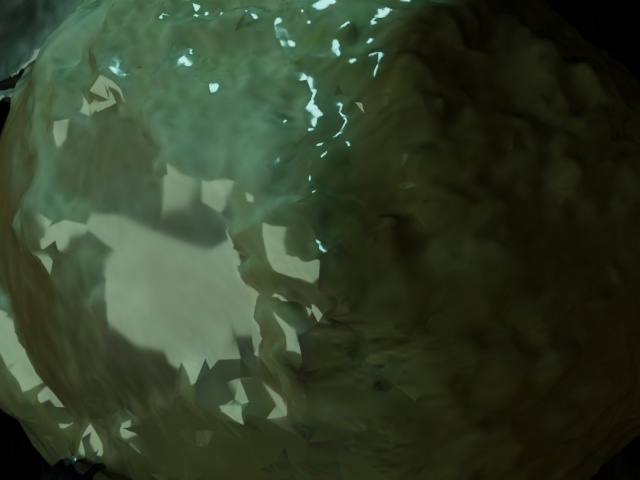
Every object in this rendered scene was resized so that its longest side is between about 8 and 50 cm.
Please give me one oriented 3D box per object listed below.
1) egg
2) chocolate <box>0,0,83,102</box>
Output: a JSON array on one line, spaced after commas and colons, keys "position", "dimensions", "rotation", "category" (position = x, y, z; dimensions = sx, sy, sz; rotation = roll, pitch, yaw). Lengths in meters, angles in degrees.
[{"position": [0.000, 0.000, 0.501], "dimensions": [0.310, 0.279, 0.279], "rotation": [29, 126, 47], "category": "egg"}, {"position": [-0.090, -0.195, 0.708], "dimensions": [0.303, 0.213, 0.303], "rotation": [-9, 75, 37], "category": "chocolate"}]
